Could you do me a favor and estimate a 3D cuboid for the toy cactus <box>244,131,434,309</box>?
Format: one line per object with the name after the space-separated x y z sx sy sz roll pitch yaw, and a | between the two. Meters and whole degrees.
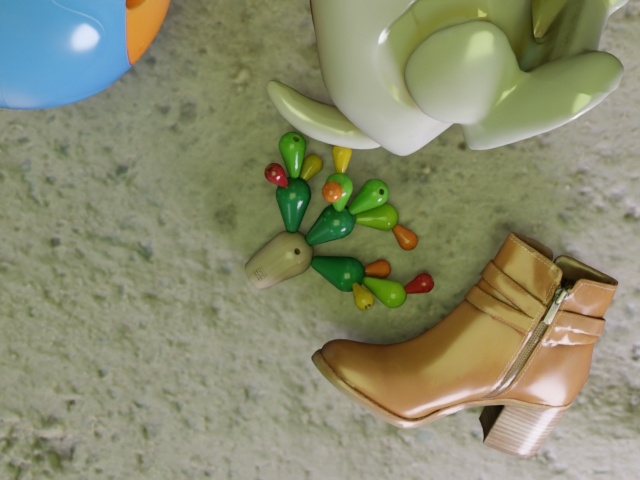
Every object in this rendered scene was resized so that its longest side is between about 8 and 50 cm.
0.000 0.000 1.597 0.180 0.112 0.219 -33 107 22 | toy cactus

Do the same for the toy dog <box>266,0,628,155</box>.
0.065 -0.306 1.425 0.395 0.284 0.408 -18 116 39 | toy dog

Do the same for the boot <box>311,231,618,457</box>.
0.153 0.093 1.570 0.283 0.109 0.220 20 110 -9 | boot

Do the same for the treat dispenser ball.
-0.284 -0.269 1.465 0.288 0.288 0.288 1 102 6 | treat dispenser ball
